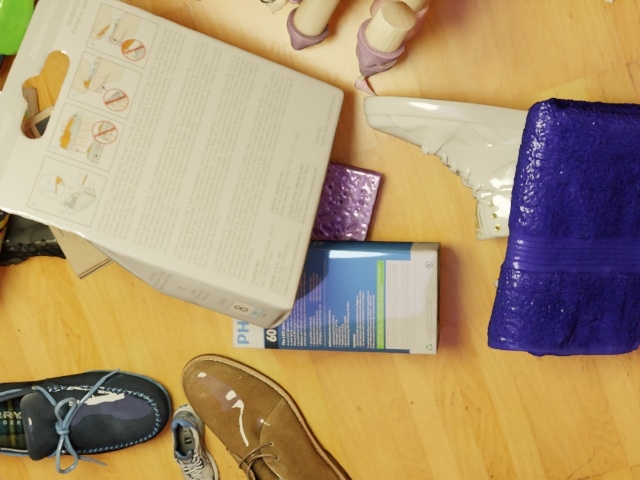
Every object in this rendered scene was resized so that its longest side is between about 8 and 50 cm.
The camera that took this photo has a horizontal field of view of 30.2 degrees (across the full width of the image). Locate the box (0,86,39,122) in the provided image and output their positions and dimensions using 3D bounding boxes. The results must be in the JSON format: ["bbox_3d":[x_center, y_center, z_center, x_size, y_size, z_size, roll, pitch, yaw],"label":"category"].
[{"bbox_3d":[-0.481,-0.135,1.571,0.203,0.103,0.114,-6,99,11],"label":"box"}]

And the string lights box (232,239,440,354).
[{"bbox_3d":[0.020,0.069,1.498,0.260,0.077,0.133,2,100,9],"label":"string lights box"}]

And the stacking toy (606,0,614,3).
[{"bbox_3d":[0.340,-0.414,1.292,0.130,0.309,0.279,31,114,12],"label":"stacking toy"}]

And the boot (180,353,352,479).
[{"bbox_3d":[-0.073,0.273,1.566,0.305,0.115,0.112,45,106,1],"label":"boot"}]

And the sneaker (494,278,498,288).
[{"bbox_3d":[0.283,0.062,1.499,0.118,0.042,0.067,29,108,-4],"label":"sneaker"}]

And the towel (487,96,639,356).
[{"bbox_3d":[0.323,-0.010,1.404,0.228,0.076,0.308,-1,106,-28],"label":"towel"}]

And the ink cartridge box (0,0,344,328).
[{"bbox_3d":[-0.185,-0.101,1.390,0.385,0.091,0.308,19,64,-12],"label":"ink cartridge box"}]

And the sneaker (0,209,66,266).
[{"bbox_3d":[-0.405,-0.027,1.596,0.267,0.101,0.106,-3,69,18],"label":"sneaker"}]

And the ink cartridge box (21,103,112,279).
[{"bbox_3d":[-0.270,-0.076,1.475,0.088,0.235,0.193,-29,94,16],"label":"ink cartridge box"}]

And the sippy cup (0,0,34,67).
[{"bbox_3d":[-0.465,-0.308,1.467,0.240,0.305,0.224,14,103,-12],"label":"sippy cup"}]

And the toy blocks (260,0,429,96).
[{"bbox_3d":[-0.012,-0.299,1.387,0.289,0.309,0.260,32,146,-4],"label":"toy blocks"}]

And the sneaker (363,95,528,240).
[{"bbox_3d":[0.186,-0.085,1.458,0.293,0.108,0.169,10,99,7],"label":"sneaker"}]

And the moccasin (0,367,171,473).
[{"bbox_3d":[-0.376,0.258,1.615,0.342,0.117,0.137,-9,98,12],"label":"moccasin"}]

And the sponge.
[{"bbox_3d":[0.000,0.000,1.545,0.117,0.031,0.210,15,103,7],"label":"sponge"}]

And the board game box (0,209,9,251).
[{"bbox_3d":[-0.498,-0.003,1.531,0.170,0.048,0.141,24,121,5],"label":"board game box"}]

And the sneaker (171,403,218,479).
[{"bbox_3d":[-0.179,0.296,1.616,0.052,0.058,0.135,-14,98,12],"label":"sneaker"}]
